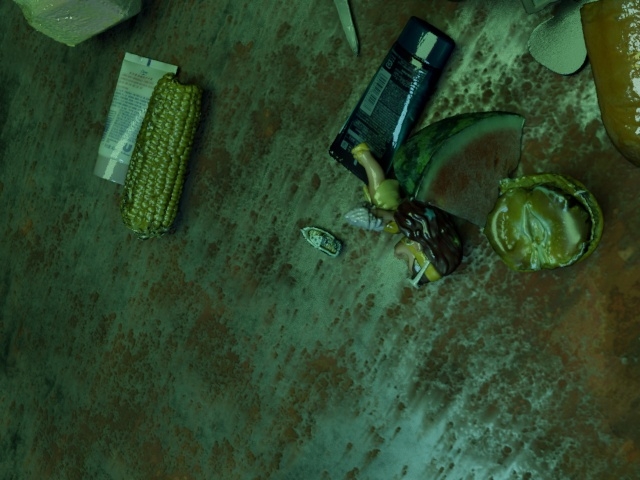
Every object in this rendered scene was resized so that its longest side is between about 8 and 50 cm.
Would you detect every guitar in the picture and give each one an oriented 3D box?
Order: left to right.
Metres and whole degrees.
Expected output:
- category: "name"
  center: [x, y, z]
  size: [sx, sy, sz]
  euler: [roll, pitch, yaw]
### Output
- category: "guitar"
  center: [0.382, -0.341, 1.069]
  size: [0.088, 0.025, 0.233]
  euler: [40, 112, 21]

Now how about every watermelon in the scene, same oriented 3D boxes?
- category: "watermelon"
  center: [0.212, -0.104, 1.120]
  size: [0.202, 0.207, 0.136]
  euler: [35, 138, 5]

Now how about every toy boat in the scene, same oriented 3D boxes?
- category: "toy boat"
  center: [0.000, 0.000, 1.309]
  size: [0.083, 0.038, 0.038]
  euler: [29, 108, 22]

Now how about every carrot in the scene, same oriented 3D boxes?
- category: "carrot"
  center: [0.418, -0.206, 1.001]
  size: [0.159, 0.159, 0.224]
  euler: [5, 108, 28]

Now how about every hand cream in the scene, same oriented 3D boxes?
- category: "hand cream"
  center: [-0.363, -0.232, 1.468]
  size: [0.133, 0.083, 0.247]
  euler: [23, 95, 25]
- category: "hand cream"
  center: [0.111, -0.215, 1.217]
  size: [0.120, 0.061, 0.270]
  euler: [41, 117, 21]

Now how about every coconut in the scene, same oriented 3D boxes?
- category: "coconut"
  center: [-0.436, -0.493, 1.391]
  size: [0.245, 0.233, 0.233]
  euler: [-20, 85, 32]

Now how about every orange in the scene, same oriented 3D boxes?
- category: "orange"
  center: [0.322, -0.025, 1.088]
  size: [0.160, 0.112, 0.169]
  euler: [-58, 45, 32]

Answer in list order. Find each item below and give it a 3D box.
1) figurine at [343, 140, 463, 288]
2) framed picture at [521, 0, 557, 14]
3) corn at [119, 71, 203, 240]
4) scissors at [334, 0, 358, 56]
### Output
- category: "figurine"
  center: [0.120, -0.038, 1.179]
  size: [0.116, 0.175, 0.240]
  euler: [-45, 80, 8]
- category: "framed picture"
  center: [0.350, -0.431, 0.970]
  size: [0.266, 0.192, 0.018]
  euler: [-30, 37, 10]
- category: "corn"
  center: [-0.296, -0.150, 1.417]
  size: [0.115, 0.115, 0.317]
  euler: [24, 105, 25]
- category: "scissors"
  center: [0.021, -0.444, 1.259]
  size: [0.109, 0.022, 0.299]
  euler: [-18, 88, 33]
